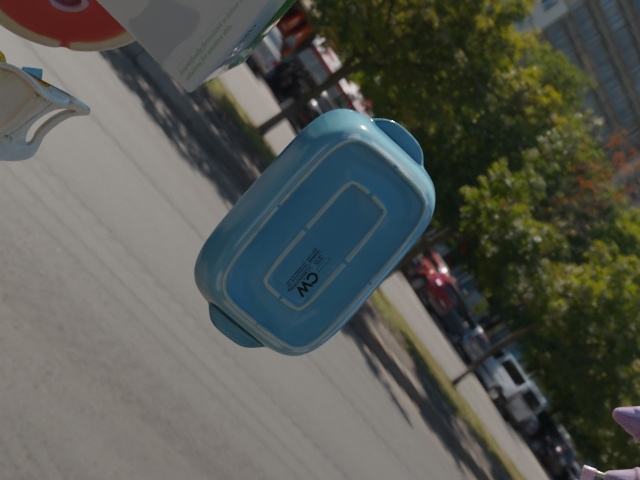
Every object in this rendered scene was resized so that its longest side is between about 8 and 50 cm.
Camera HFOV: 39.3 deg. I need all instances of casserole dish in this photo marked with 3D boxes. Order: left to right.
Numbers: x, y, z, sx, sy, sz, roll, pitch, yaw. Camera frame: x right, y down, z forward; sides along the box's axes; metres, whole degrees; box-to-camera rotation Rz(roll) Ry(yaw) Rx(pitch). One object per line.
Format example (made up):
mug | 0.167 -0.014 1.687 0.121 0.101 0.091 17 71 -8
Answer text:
casserole dish | 0.000 0.000 0.601 0.114 0.188 0.037 41 4 -17

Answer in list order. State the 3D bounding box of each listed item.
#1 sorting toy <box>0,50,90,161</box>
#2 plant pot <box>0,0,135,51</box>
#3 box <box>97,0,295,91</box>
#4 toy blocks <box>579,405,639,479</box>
sorting toy | -0.168 -0.067 0.498 0.044 0.083 0.075 62 16 14
plant pot | -0.272 -0.365 1.002 0.275 0.275 0.243 47 38 -61
box | -0.068 -0.166 0.543 0.102 0.101 0.087 46 30 -3
toy blocks | 0.512 0.257 1.165 0.260 0.288 0.309 20 15 6
